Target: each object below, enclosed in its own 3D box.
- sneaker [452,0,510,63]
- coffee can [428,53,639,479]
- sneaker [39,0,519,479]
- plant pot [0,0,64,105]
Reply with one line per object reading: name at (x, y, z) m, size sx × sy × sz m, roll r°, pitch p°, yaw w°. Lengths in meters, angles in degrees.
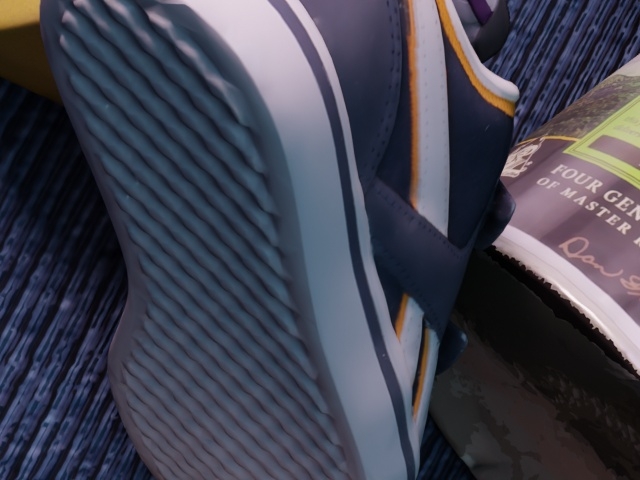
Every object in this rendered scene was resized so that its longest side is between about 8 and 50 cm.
sneaker at (-0.023, -0.140, 0.589) m, size 0.098 × 0.083 × 0.223 m, roll -39°, pitch 104°, yaw -6°
coffee can at (0.192, 0.001, 0.648) m, size 0.275 × 0.201 × 0.201 m, roll -36°, pitch 113°, yaw -19°
sneaker at (0.000, 0.000, 0.536) m, size 0.127 × 0.126 × 0.321 m, roll -50°, pitch 156°, yaw -31°
plant pot at (-0.080, -0.090, 0.551) m, size 0.081 × 0.083 × 0.081 m, roll 24°, pitch 87°, yaw -30°
